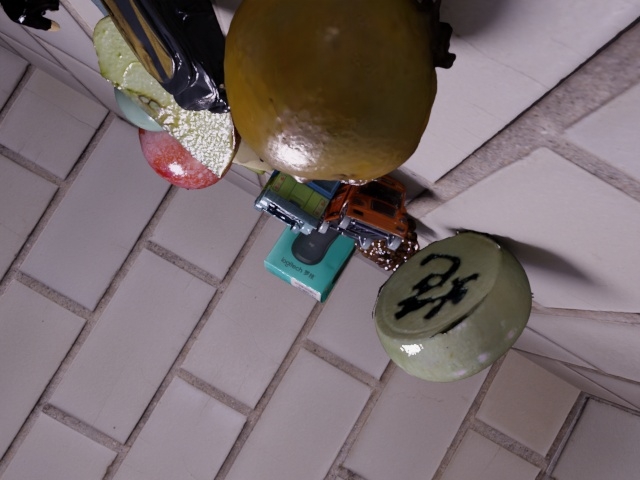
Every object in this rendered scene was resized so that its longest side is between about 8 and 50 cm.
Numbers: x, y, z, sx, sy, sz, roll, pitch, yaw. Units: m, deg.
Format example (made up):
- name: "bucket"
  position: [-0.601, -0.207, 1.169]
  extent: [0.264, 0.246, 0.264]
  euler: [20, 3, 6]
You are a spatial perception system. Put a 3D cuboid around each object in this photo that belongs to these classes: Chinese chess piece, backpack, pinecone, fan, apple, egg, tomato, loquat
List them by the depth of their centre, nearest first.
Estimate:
- name: "loquat"
  position: [0.020, -0.171, 0.595]
  extent: [0.243, 0.244, 0.244]
  euler: [30, 175, 3]
- name: "backpack"
  position: [-0.207, -0.300, 0.857]
  extent: [0.206, 0.133, 0.258]
  euler: [12, 131, 63]
- name: "apple"
  position: [-0.268, -0.296, 1.129]
  extent: [0.346, 0.179, 0.254]
  euler: [43, 180, -14]
- name: "Chinese chess piece"
  position: [0.280, 0.138, 1.281]
  extent: [0.146, 0.349, 0.349]
  euler: [49, 168, -22]
- name: "fan"
  position: [-0.464, -0.488, 1.337]
  extent: [0.057, 0.023, 0.282]
  euler: [29, 173, 4]
- name: "Chinese chess piece"
  position: [-0.207, -0.247, 1.395]
  extent: [0.250, 0.097, 0.251]
  euler: [20, -168, -4]
- name: "egg"
  position: [-0.404, -0.352, 1.406]
  extent: [0.168, 0.168, 0.231]
  euler: [36, -170, -45]
- name: "pinecone"
  position: [0.181, -0.001, 1.582]
  extent: [0.179, 0.150, 0.195]
  euler: [32, 175, -15]
- name: "tomato"
  position: [-0.354, -0.274, 1.604]
  extent: [0.270, 0.227, 0.270]
  euler: [42, -164, -15]

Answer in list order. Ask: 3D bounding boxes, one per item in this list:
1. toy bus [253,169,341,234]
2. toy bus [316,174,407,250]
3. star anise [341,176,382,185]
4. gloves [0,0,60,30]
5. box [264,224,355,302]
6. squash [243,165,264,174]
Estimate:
- name: "toy bus"
  position: [-0.061, -0.131, 1.491]
  extent: [0.152, 0.190, 0.312]
  euler: [31, 175, -10]
- name: "toy bus"
  position: [0.100, -0.069, 1.341]
  extent: [0.142, 0.153, 0.329]
  euler: [22, 176, -10]
- name: "star anise"
  position: [0.005, -0.176, 1.184]
  extent: [0.219, 0.099, 0.214]
  euler: [11, -175, -12]
- name: "gloves"
  position: [-0.697, -0.586, 1.428]
  extent: [0.129, 0.106, 0.181]
  euler: [32, -157, -3]
- name: "box"
  position: [0.000, 0.000, 1.731]
  extent: [0.205, 0.311, 0.118]
  euler: [31, 166, 10]
- name: "squash"
  position: [-0.278, -0.304, 1.901]
  extent: [0.252, 0.049, 0.252]
  euler: [32, 174, 4]
